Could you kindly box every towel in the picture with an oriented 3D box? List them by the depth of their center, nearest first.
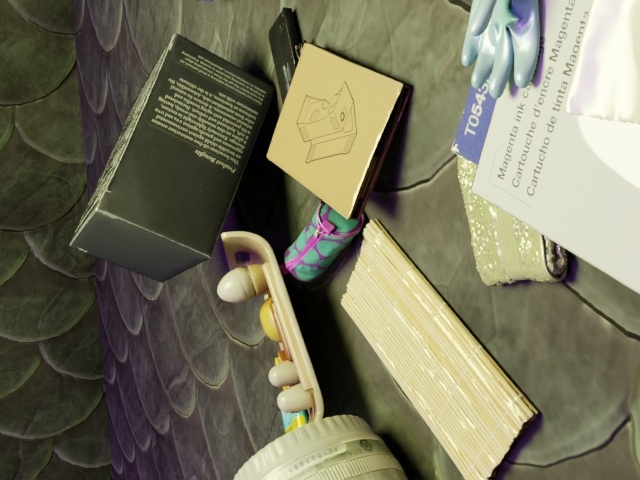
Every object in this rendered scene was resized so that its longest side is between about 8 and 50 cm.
[{"bbox_3d":[0.172,-0.032,0.635,0.110,0.027,0.148,-14,86,63],"label":"towel"}]

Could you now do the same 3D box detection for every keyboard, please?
[{"bbox_3d":[-0.033,-0.230,0.960,0.108,0.023,0.180,156,102,-68],"label":"keyboard"}]

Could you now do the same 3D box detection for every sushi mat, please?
[{"bbox_3d":[0.117,0.124,0.797,0.316,0.019,0.151,54,143,40],"label":"sushi mat"}]

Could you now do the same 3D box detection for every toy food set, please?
[{"bbox_3d":[-0.080,0.154,1.018,0.220,0.092,0.306,101,151,-72],"label":"toy food set"}]

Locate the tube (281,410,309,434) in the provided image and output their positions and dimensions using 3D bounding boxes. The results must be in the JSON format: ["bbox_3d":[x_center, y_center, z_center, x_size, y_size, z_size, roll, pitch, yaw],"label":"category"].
[{"bbox_3d":[-0.023,0.343,1.104,0.080,0.052,0.207,-55,44,41],"label":"tube"}]

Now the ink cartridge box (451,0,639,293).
[{"bbox_3d":[0.208,-0.152,0.460,0.330,0.071,0.324,41,128,49],"label":"ink cartridge box"}]

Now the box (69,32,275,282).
[{"bbox_3d":[-0.242,-0.109,1.097,0.296,0.183,0.294,-21,47,62],"label":"box"}]

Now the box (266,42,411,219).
[{"bbox_3d":[0.013,-0.140,0.844,0.201,0.021,0.164,40,116,46],"label":"box"}]

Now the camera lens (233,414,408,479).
[{"bbox_3d":[0.033,0.379,0.818,0.274,0.219,0.219,58,145,35],"label":"camera lens"}]

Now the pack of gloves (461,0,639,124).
[{"bbox_3d":[0.154,-0.200,0.440,0.195,0.046,0.232,32,120,58],"label":"pack of gloves"}]

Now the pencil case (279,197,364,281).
[{"bbox_3d":[0.000,0.000,0.918,0.064,0.070,0.152,57,148,13],"label":"pencil case"}]
